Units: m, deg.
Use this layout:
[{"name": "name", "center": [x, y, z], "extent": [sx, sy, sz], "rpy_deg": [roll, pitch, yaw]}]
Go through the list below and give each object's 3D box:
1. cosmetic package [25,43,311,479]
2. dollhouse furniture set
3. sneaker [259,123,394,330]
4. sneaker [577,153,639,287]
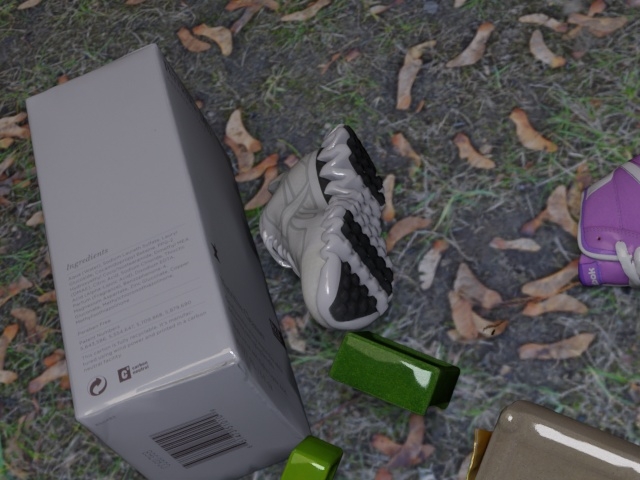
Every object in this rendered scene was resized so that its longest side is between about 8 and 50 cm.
[{"name": "cosmetic package", "center": [-0.151, 0.026, 1.143], "extent": [0.156, 0.217, 0.385], "rpy_deg": [-22, 56, 6]}, {"name": "dollhouse furniture set", "center": [0.129, 0.221, 1.004], "extent": [0.301, 0.151, 0.197], "rpy_deg": [22, 88, 12]}, {"name": "sneaker", "center": [0.000, 0.000, 1.145], "extent": [0.118, 0.110, 0.292], "rpy_deg": [-24, 27, 15]}, {"name": "sneaker", "center": [0.320, 0.036, 1.040], "extent": [0.161, 0.102, 0.282], "rpy_deg": [-26, 43, 7]}]
